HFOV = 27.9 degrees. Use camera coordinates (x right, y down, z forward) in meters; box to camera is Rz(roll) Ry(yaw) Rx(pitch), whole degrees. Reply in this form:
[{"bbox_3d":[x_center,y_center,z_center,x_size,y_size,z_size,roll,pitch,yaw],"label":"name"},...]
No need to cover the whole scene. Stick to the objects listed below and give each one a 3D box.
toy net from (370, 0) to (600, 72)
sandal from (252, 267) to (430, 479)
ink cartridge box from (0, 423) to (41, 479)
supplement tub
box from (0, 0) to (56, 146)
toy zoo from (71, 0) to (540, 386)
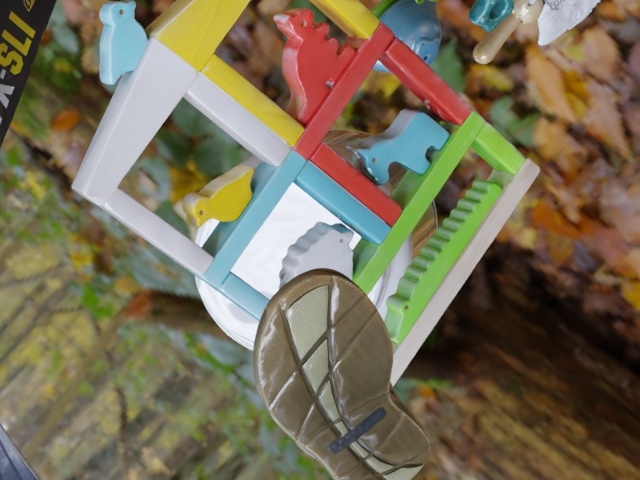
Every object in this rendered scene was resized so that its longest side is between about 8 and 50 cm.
[{"bbox_3d":[0.135,-0.193,0.995,0.045,0.232,0.122,47,140,29],"label":"toy net"},{"bbox_3d":[0.008,0.076,0.674,0.049,0.072,0.180,51,173,43],"label":"sandal"},{"bbox_3d":[-0.218,0.157,0.643,0.333,0.165,0.065,57,158,-17],"label":"ink cartridge box"},{"bbox_3d":[0.000,0.000,1.481,0.241,0.241,0.331,43,-165,3],"label":"supplement tub"},{"bbox_3d":[-0.364,-0.130,1.027,0.257,0.322,0.079,13,167,23],"label":"box"},{"bbox_3d":[-0.015,-0.052,0.784,0.293,0.192,0.030,39,173,-28],"label":"toy zoo"}]
